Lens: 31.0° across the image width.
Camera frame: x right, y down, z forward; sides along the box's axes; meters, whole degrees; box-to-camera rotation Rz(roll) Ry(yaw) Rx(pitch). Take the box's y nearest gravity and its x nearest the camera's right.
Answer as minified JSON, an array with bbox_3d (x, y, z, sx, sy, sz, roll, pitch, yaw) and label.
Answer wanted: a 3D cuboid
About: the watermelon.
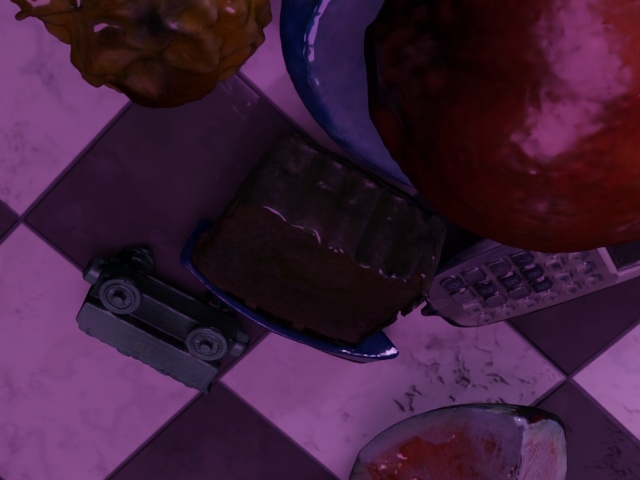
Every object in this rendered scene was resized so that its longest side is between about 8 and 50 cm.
[{"bbox_3d":[0.144,0.260,1.117,0.224,0.180,0.305,2,116,-12],"label":"watermelon"}]

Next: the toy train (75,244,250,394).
[{"bbox_3d":[-0.154,0.077,1.104,0.172,0.070,0.099,29,122,-11],"label":"toy train"}]

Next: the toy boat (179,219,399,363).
[{"bbox_3d":[-0.031,0.060,1.097,0.229,0.080,0.046,30,146,-12],"label":"toy boat"}]

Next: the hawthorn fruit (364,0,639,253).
[{"bbox_3d":[0.180,-0.134,0.783,0.311,0.295,0.295,-13,113,7],"label":"hawthorn fruit"}]

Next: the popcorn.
[{"bbox_3d":[-0.133,-0.210,0.916,0.189,0.169,0.218,10,140,3],"label":"popcorn"}]

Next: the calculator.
[{"bbox_3d":[0.213,0.017,1.037,0.268,0.040,0.177,-24,150,13],"label":"calculator"}]

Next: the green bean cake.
[{"bbox_3d":[0.000,0.000,1.010,0.181,0.094,0.173,27,151,-11],"label":"green bean cake"}]

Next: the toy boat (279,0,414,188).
[{"bbox_3d":[0.116,-0.151,0.989,0.330,0.123,0.215,15,112,-19],"label":"toy boat"}]
